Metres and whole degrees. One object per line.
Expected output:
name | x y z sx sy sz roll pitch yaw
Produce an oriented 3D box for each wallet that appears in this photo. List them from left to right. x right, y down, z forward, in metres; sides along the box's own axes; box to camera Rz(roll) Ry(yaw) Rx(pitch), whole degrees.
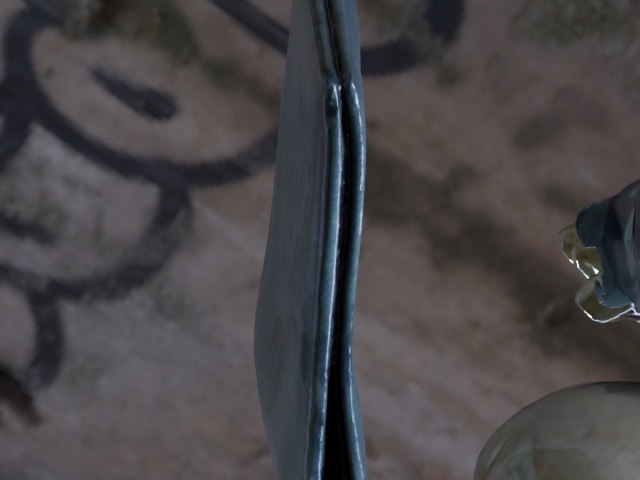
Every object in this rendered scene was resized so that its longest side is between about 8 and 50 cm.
wallet | 0.001 0.000 1.110 0.251 0.054 0.290 -102 -164 -63

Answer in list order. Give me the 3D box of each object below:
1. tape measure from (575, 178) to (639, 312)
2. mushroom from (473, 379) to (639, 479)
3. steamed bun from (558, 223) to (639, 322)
tape measure | 0.314 -0.004 1.231 0.275 0.147 0.256 -14 -166 1
mushroom | 0.186 0.244 1.236 0.290 0.297 0.297 -38 -165 3
steamed bun | 0.398 0.066 1.476 0.428 0.247 0.189 -7 -124 35
